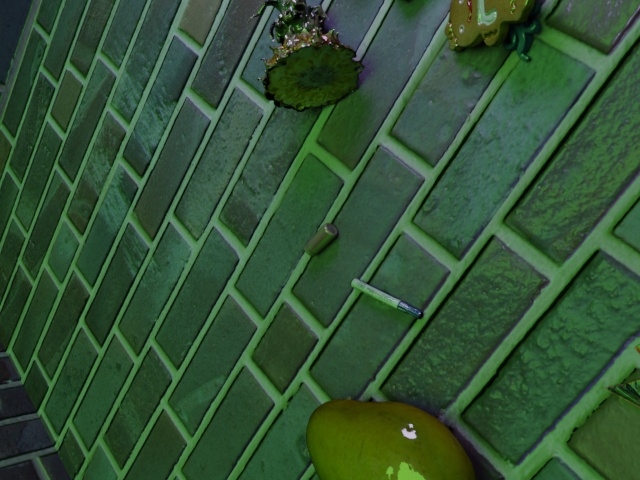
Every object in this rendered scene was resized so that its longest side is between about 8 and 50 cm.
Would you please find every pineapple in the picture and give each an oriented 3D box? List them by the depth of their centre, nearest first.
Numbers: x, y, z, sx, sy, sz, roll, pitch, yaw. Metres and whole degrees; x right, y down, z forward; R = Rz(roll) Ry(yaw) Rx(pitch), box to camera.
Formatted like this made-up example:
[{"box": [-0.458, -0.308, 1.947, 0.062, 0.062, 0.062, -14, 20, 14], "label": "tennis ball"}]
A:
[{"box": [-0.045, -0.502, 1.465, 0.262, 0.262, 0.272, -29, 61, 34], "label": "pineapple"}]

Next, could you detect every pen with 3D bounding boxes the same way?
[{"box": [0.157, 0.138, 1.399, 0.204, 0.025, 0.025, 24, 104, 35], "label": "pen"}]

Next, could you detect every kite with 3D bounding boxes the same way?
[{"box": [0.616, 0.260, 1.050, 0.190, 0.010, 0.159, -30, 70, 32], "label": "kite"}]

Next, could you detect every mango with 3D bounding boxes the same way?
[{"box": [0.133, 0.491, 1.291, 0.444, 0.220, 0.302, 20, 104, 39], "label": "mango"}]

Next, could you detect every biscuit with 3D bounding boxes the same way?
[{"box": [0.338, -0.484, 1.200, 0.248, 0.035, 0.184, -177, 88, -64], "label": "biscuit"}]

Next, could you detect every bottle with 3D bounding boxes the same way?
[{"box": [0.000, 0.000, 1.510, 0.096, 0.045, 0.045, -46, 63, 30], "label": "bottle"}]

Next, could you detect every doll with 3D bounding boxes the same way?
[{"box": [0.402, -0.470, 1.196, 0.109, 0.067, 0.206, -2, 100, 48], "label": "doll"}]
